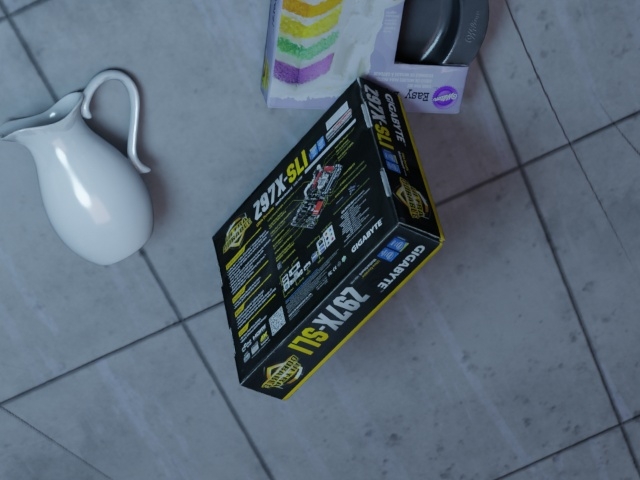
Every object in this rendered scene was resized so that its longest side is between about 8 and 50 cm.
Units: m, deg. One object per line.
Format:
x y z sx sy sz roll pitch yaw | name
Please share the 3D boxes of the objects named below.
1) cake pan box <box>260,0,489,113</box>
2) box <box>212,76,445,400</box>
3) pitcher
0.070 -0.277 2.054 0.267 0.070 0.246 2 123 -15 | cake pan box
0.000 0.000 2.053 0.079 0.257 0.322 23 126 -31 | box
-0.269 -0.090 2.065 0.178 0.125 0.207 -33 113 -10 | pitcher
